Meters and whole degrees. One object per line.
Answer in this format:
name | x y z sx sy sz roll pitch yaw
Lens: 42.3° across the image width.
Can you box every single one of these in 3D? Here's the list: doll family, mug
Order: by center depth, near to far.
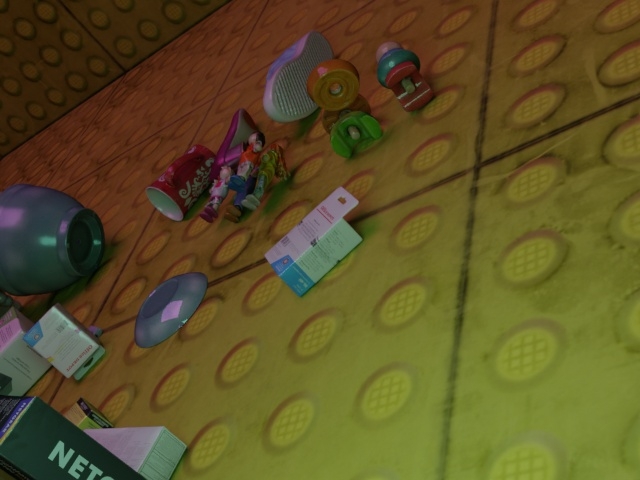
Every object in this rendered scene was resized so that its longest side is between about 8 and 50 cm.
doll family | -0.147 -0.126 1.759 0.263 0.118 0.163 -36 27 54
mug | -0.316 -0.147 1.986 0.169 0.113 0.150 -51 14 -27

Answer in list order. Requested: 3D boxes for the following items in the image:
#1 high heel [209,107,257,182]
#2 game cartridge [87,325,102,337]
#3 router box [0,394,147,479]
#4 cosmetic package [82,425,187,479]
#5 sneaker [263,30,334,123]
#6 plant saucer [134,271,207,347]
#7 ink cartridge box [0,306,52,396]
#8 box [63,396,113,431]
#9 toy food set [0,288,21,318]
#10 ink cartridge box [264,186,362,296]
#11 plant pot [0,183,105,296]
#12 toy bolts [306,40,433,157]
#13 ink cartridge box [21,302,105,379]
high heel | -0.219 -0.234 2.029 0.117 0.082 0.244 -30 38 20
game cartridge | -0.515 0.224 1.808 0.056 0.017 0.083 6 53 52
router box | -0.336 0.322 1.094 0.243 0.309 0.081 -12 40 47
cosmetic package | -0.319 0.352 1.303 0.239 0.060 0.098 -14 36 44
sneaker | -0.074 -0.364 1.984 0.150 0.135 0.366 -32 19 36
plant saucer | -0.311 0.127 1.654 0.195 0.037 0.195 -31 28 19
ink cartridge box | -0.750 0.307 1.887 0.273 0.114 0.198 -47 27 -9
box | -0.473 0.391 1.456 0.232 0.058 0.087 -49 27 -15
toy food set | -0.847 0.142 2.129 0.093 0.306 0.219 12 44 4
ink cartridge box | 0.000 0.000 1.398 0.180 0.060 0.104 -42 26 0
plant pot | -0.677 0.002 2.108 0.197 0.293 0.293 2 44 18
toy bolts | 0.079 -0.313 1.603 0.229 0.218 0.158 -29 42 9
ink cartridge box | -0.528 0.212 1.718 0.092 0.143 0.090 -46 9 -8
